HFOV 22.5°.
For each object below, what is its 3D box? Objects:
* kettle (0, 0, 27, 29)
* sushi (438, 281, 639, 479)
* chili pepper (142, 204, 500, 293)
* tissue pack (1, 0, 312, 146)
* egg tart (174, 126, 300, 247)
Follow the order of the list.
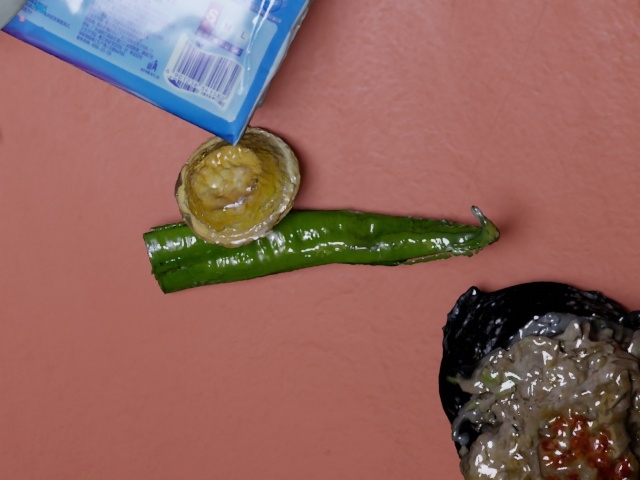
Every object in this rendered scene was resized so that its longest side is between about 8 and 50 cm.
[{"bbox_3d":[-0.352,-0.365,1.365,0.320,0.342,0.247,-23,148,7],"label":"kettle"},{"bbox_3d":[0.226,0.160,1.546,0.225,0.218,0.238,11,113,-2],"label":"sushi"},{"bbox_3d":[0.001,0.000,1.586,0.359,0.076,0.085,-7,130,14],"label":"chili pepper"},{"bbox_3d":[-0.142,-0.239,1.466,0.263,0.146,0.198,27,111,-3],"label":"tissue pack"},{"bbox_3d":[-0.085,-0.058,1.555,0.129,0.049,0.128,-6,69,15],"label":"egg tart"}]
